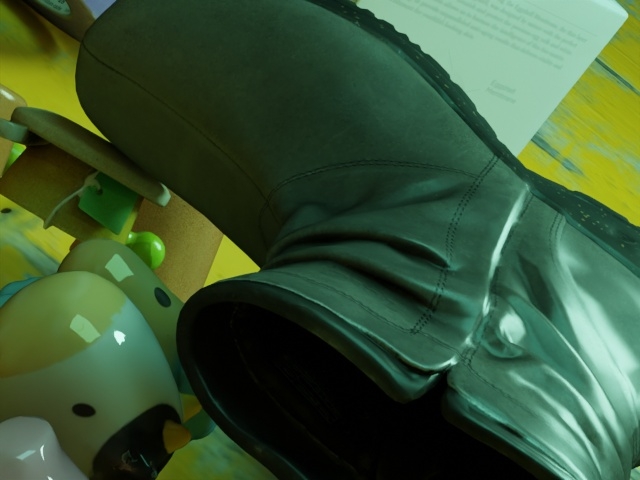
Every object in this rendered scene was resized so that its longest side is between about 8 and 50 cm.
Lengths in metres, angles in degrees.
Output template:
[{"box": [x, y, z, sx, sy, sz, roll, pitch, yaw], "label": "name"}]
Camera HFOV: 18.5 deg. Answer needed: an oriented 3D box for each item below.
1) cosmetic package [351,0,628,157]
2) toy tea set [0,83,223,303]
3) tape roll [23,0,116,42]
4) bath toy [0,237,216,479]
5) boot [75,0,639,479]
[{"box": [0.054, -0.143, 1.405, 0.224, 0.225, 0.138, 19, 28, -42], "label": "cosmetic package"}, {"box": [-0.192, -0.026, 0.969, 0.336, 0.124, 0.200, 31, -2, -16], "label": "toy tea set"}, {"box": [-0.181, -0.214, 1.260, 0.189, 0.080, 0.189, 39, -10, 8], "label": "tape roll"}, {"box": [-0.118, 0.113, 0.694, 0.129, 0.151, 0.348, 22, 23, 0], "label": "bath toy"}, {"box": [0.000, 0.000, 0.794, 0.338, 0.118, 0.223, 29, 26, 17], "label": "boot"}]
